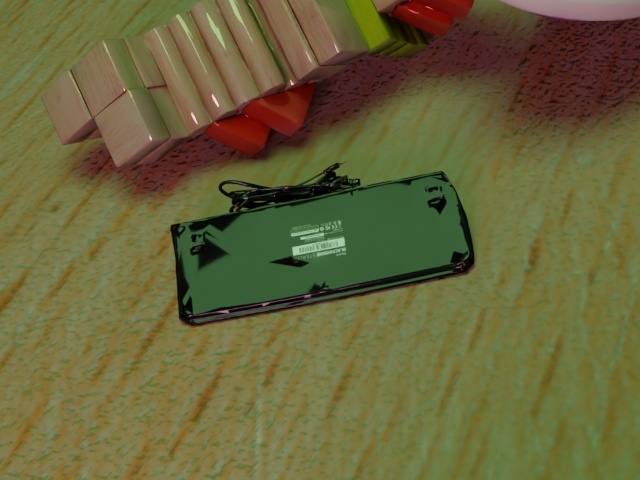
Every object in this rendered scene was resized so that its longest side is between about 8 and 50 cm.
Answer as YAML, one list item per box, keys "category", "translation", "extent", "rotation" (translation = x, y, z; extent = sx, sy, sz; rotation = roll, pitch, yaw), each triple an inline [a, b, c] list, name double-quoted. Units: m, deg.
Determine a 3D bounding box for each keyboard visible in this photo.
- category: "keyboard"
  translation: [0.000, 0.000, 0.821]
  extent: [0.192, 0.038, 0.100]
  rotation: [-10, 62, 5]

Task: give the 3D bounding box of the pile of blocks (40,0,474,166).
- category: "pile of blocks"
  translation: [-0.020, -0.134, 0.944]
  extent: [0.362, 0.149, 0.113]
  rotation: [-26, 82, 1]

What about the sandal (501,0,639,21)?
- category: "sandal"
  translation: [0.226, -0.225, 0.962]
  extent: [0.169, 0.102, 0.416]
  rotation: [24, 37, 17]
